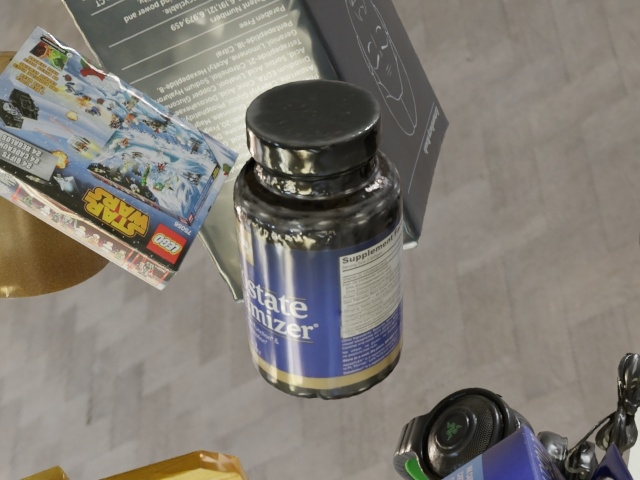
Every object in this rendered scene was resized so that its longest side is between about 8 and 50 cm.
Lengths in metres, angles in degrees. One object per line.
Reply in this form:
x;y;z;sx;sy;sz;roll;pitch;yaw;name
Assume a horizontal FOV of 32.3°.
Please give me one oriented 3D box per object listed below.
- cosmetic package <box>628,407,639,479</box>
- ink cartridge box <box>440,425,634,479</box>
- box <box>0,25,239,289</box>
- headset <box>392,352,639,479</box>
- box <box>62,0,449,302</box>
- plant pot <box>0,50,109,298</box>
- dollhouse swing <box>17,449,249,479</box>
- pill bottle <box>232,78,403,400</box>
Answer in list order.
0.609;0.236;1.740;0.097;0.284;0.377;22;50;32;cosmetic package
0.120;0.331;0.966;0.395;0.151;0.270;-34;7;10;ink cartridge box
-0.124;-0.046;0.615;0.027;0.137;0.094;-43;18;52;box
0.251;0.251;1.345;0.394;0.243;0.185;-36;30;62;headset
-0.052;-0.194;1.115;0.212;0.395;0.293;-20;22;21;box
-0.380;-0.097;1.379;0.237;0.237;0.254;-131;37;-51;plant pot
-0.230;0.457;1.327;0.304;0.347;0.315;-4;50;10;dollhouse swing
0.000;0.000;0.809;0.122;0.219;0.123;-2;36;2;pill bottle
